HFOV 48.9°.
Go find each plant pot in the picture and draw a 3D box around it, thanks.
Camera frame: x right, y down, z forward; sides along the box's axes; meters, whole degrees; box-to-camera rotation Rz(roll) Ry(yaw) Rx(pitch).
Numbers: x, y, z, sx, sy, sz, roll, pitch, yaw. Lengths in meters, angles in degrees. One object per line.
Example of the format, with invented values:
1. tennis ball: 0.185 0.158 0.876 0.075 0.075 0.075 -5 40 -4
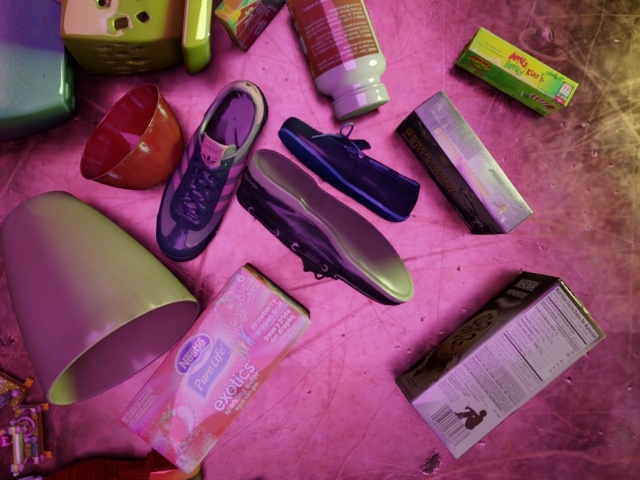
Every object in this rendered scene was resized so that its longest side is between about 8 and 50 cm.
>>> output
1. plant pot: -0.368 0.066 1.085 0.256 0.256 0.274 -38 74 -1
2. plant pot: -0.266 -0.378 1.080 0.207 0.228 0.227 5 90 -8
3. plant pot: -0.508 -0.277 1.068 0.252 0.248 0.247 0 90 -14

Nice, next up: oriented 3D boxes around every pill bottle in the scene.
1. pill bottle: 0.033 -0.311 1.137 0.121 0.121 0.216 -20 91 -2

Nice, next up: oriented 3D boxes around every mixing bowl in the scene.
1. mixing bowl: -0.284 -0.147 1.119 0.098 0.181 0.181 38 89 -38

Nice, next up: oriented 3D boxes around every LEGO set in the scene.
1. LEGO set: -0.524 0.282 1.129 0.132 0.107 0.287 -26 92 -2

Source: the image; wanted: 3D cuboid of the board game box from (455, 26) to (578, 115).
1. board game box: 0.320 -0.275 1.162 0.181 0.092 0.043 30 88 -2

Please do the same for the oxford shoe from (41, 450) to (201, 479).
1. oxford shoe: -0.327 0.411 1.136 0.271 0.097 0.098 -5 103 -8

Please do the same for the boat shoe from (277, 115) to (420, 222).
1. boat shoe: 0.049 -0.129 1.162 0.258 0.109 0.089 35 82 -18

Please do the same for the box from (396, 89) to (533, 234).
1. box: 0.220 -0.114 1.115 0.056 0.183 0.231 -37 92 -1

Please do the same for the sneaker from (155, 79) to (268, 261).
1. sneaker: -0.184 -0.114 1.126 0.112 0.131 0.319 23 90 -2

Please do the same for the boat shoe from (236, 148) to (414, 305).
1. boat shoe: -0.002 0.002 1.148 0.340 0.127 0.113 39 124 -6

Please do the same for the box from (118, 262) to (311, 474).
1. box: -0.159 0.194 1.119 0.142 0.154 0.300 39 90 -2

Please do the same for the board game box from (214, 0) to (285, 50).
1. board game box: -0.065 -0.433 1.130 0.039 0.124 0.259 36 89 9

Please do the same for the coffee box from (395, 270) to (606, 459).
1. coffee box: 0.277 0.189 1.127 0.297 0.168 0.119 -39 92 -2
